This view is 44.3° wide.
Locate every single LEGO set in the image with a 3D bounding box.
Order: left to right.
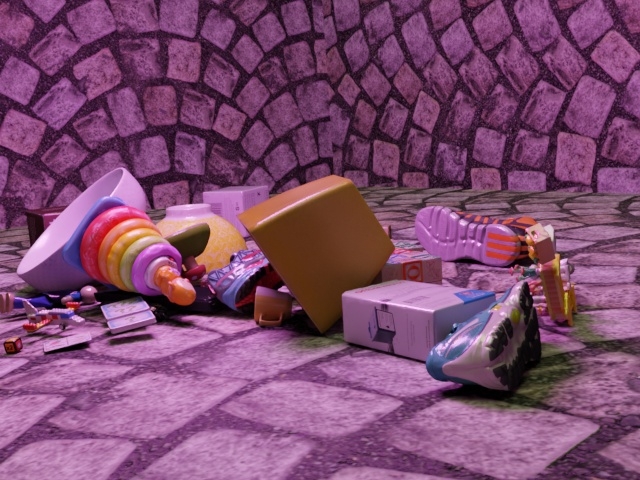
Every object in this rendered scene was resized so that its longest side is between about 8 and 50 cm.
[{"bbox_3d":[-0.423,0.131,1.364,0.244,0.060,0.182,-14,14,-18],"label":"LEGO set"},{"bbox_3d":[0.331,0.069,1.227,0.107,0.132,0.287,-6,-15,23],"label":"LEGO set"}]

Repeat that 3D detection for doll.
[{"bbox_3d":[-0.541,0.120,1.590,0.189,0.046,0.129,-3,-4,-39],"label":"doll"}]

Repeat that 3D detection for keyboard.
[{"bbox_3d":[-0.325,0.120,1.549,0.317,0.033,0.201,0,8,34],"label":"keyboard"}]

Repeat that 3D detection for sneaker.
[{"bbox_3d":[-0.115,0.040,1.522,0.125,0.104,0.262,19,32,30],"label":"sneaker"},{"bbox_3d":[0.382,-0.008,1.850,0.180,0.125,0.321,-6,18,-39],"label":"sneaker"},{"bbox_3d":[0.225,0.122,1.048,0.110,0.107,0.275,-10,4,31],"label":"sneaker"}]

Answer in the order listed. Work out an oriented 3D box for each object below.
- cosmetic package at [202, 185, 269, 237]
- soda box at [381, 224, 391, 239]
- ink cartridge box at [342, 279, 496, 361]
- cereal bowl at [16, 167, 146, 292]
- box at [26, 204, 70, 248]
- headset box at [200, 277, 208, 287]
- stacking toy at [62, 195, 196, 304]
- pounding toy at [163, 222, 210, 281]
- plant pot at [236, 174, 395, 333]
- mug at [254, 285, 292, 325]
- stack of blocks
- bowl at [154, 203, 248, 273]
[{"bbox_3d":[-0.270,-0.096,2.570,0.151,0.151,0.183,0,10,24],"label":"cosmetic package"},{"bbox_3d":[0.096,-0.005,2.082,0.181,0.061,0.058,-2,8,13],"label":"soda box"},{"bbox_3d":[0.145,0.115,1.173,0.139,0.082,0.190,-10,9,-39],"label":"ink cartridge box"},{"bbox_3d":[-0.521,-0.002,1.796,0.339,0.141,0.339,-36,23,18],"label":"cereal bowl"},{"bbox_3d":[-0.666,-0.004,2.081,0.168,0.167,0.203,-8,10,-31],"label":"box"},{"bbox_3d":[-0.209,0.094,1.656,0.083,0.032,0.062,-2,8,17],"label":"headset box"},{"bbox_3d":[-0.330,0.046,1.491,0.302,0.166,0.175,27,-11,41],"label":"stacking toy"},{"bbox_3d":[-0.333,0.060,1.734,0.237,0.110,0.183,-27,-3,-3],"label":"pounding toy"},{"bbox_3d":[0.000,0.000,1.345,0.187,0.212,0.212,-36,13,-5],"label":"plant pot"},{"bbox_3d":[-0.083,0.121,1.381,0.064,0.078,0.062,4,-24,-1],"label":"mug"},{"bbox_3d":[0.119,0.060,1.536,0.171,0.087,0.297,-8,9,-25],"label":"stack of blocks"},{"bbox_3d":[-0.329,-0.010,2.009,0.289,0.156,0.289,-4,8,1],"label":"bowl"}]
